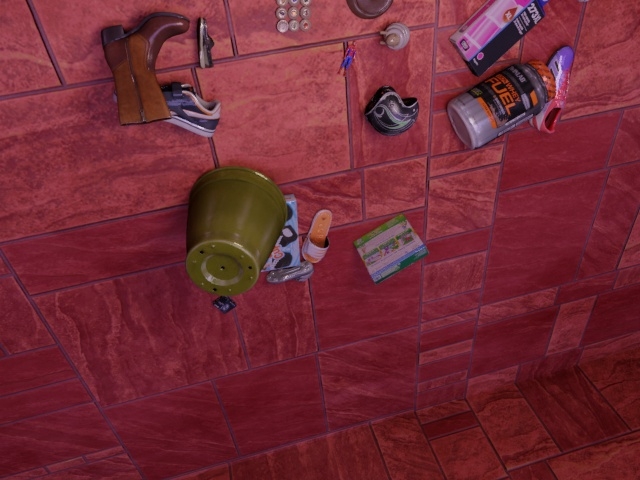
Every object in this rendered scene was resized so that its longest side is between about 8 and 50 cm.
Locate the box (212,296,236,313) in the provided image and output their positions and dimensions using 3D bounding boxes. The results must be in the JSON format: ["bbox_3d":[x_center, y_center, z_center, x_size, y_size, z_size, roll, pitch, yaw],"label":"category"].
[{"bbox_3d":[-0.416,0.276,2.126,0.067,0.018,0.083,-34,129,8],"label":"box"}]

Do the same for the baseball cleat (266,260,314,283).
[{"bbox_3d":[-0.124,0.154,2.097,0.205,0.072,0.109,-16,144,5],"label":"baseball cleat"}]

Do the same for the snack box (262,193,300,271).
[{"bbox_3d":[-0.183,-0.024,1.949,0.187,0.060,0.322,-9,128,-10],"label":"snack box"}]

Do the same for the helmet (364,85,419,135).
[{"bbox_3d":[0.255,-0.447,1.709,0.161,0.169,0.169,33,112,-17],"label":"helmet"}]

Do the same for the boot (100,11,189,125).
[{"bbox_3d":[-0.472,-0.484,1.390,0.263,0.096,0.281,-15,89,-6],"label":"boot"}]

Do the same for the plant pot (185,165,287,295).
[{"bbox_3d":[-0.306,-0.011,1.679,0.366,0.353,0.367,0,126,0],"label":"plant pot"}]

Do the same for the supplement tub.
[{"bbox_3d":[0.652,-0.495,1.770,0.337,0.207,0.207,-31,129,5],"label":"supplement tub"}]

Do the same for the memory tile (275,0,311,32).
[{"bbox_3d":[-0.081,-0.715,1.495,0.113,0.012,0.148,-6,128,-13],"label":"memory tile"}]

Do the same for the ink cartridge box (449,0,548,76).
[{"bbox_3d":[0.631,-0.756,1.664,0.371,0.069,0.175,-44,126,13],"label":"ink cartridge box"}]

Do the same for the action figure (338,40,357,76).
[{"bbox_3d":[0.095,-0.604,1.625,0.038,0.030,0.115,13,119,-20],"label":"action figure"}]

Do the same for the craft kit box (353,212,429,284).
[{"bbox_3d":[0.284,0.030,2.021,0.249,0.247,0.061,-30,132,7],"label":"craft kit box"}]

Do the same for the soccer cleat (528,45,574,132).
[{"bbox_3d":[0.894,-0.564,1.852,0.108,0.116,0.318,-3,127,-15],"label":"soccer cleat"}]

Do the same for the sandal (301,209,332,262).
[{"bbox_3d":[-0.010,-0.001,2.011,0.101,0.076,0.265,2,126,-19],"label":"sandal"}]

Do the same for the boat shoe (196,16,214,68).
[{"bbox_3d":[-0.345,-0.595,1.478,0.049,0.056,0.152,-7,137,-19],"label":"boat shoe"}]

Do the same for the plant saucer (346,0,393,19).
[{"bbox_3d":[0.161,-0.773,1.519,0.168,0.029,0.169,-8,127,-11],"label":"plant saucer"}]

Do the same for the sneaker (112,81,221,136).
[{"bbox_3d":[-0.463,-0.435,1.513,0.320,0.126,0.128,13,121,-31],"label":"sneaker"}]

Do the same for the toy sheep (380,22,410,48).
[{"bbox_3d":[0.246,-0.662,1.583,0.091,0.132,0.091,20,137,19],"label":"toy sheep"}]
